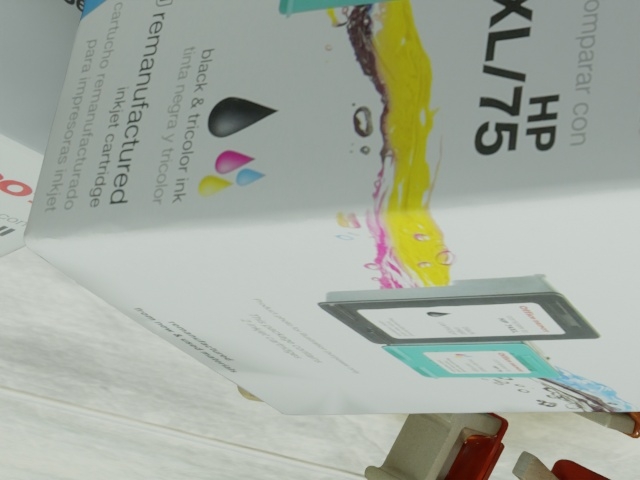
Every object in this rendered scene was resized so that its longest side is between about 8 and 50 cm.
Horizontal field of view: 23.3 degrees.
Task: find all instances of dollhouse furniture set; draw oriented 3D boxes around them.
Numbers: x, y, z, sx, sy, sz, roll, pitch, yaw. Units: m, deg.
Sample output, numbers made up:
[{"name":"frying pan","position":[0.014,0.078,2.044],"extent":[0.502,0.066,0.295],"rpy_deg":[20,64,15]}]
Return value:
[{"name":"dollhouse furniture set","position":[0.173,0.201,1.129],"extent":[0.259,0.262,0.135],"rpy_deg":[25,175,40]}]

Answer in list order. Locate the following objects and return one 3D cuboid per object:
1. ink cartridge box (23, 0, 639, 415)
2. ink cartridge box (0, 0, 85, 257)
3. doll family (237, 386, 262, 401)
[{"name":"ink cartridge box","position":[0.069,-0.055,0.596],"extent":[0.270,0.198,0.197],"rpy_deg":[-5,153,31]},{"name":"ink cartridge box","position":[-0.250,-0.065,0.721],"extent":[0.289,0.122,0.211],"rpy_deg":[-22,145,39]},{"name":"doll family","position":[-0.035,-0.019,0.764],"extent":[0.076,0.111,0.193],"rpy_deg":[14,133,15]}]
